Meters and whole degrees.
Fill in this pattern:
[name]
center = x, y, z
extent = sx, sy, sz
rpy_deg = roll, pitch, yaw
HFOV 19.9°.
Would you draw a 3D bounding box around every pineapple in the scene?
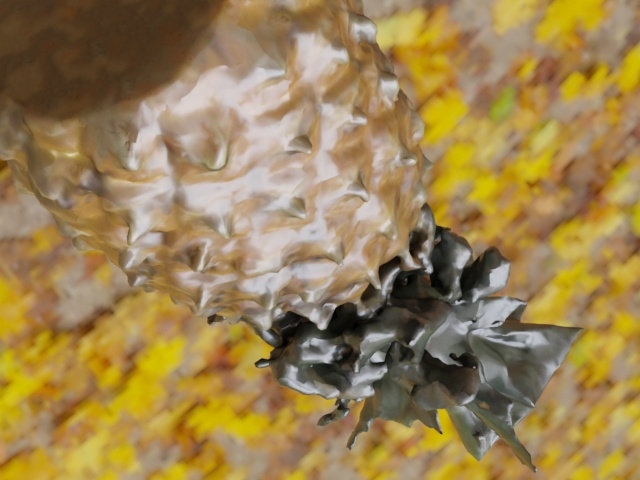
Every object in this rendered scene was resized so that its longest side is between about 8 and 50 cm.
[pineapple]
center = 0.000, 0.000, 0.786
extent = 0.169, 0.169, 0.340
rpy_deg = -41, 133, -1
